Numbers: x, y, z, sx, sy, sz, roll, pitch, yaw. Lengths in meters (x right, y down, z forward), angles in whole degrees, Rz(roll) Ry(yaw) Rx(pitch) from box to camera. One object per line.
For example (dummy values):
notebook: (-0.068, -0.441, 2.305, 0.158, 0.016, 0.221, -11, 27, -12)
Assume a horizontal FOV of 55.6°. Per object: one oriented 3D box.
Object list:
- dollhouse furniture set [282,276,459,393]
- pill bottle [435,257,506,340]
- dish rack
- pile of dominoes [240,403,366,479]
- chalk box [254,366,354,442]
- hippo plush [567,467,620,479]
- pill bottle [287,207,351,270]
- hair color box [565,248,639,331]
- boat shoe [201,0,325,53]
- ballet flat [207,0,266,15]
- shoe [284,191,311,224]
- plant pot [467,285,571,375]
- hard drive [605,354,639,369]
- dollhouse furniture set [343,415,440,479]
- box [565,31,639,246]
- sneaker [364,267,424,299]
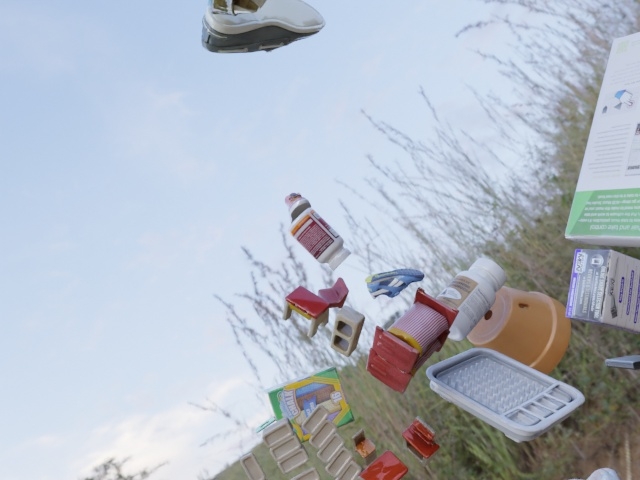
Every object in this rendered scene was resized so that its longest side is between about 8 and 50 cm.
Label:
dollhouse furniture set: (0.115, 0.180, 1.494, 0.201, 0.374, 0.152, -37, -33, -43)
pill bottle: (0.418, 0.161, 1.717, 0.229, 0.131, 0.131, -44, -26, -20)
dish rack: (0.466, 0.396, 1.563, 0.285, 0.333, 0.072, -12, -65, -39)
pile of dominoes: (-0.019, 0.463, 1.182, 0.196, 0.251, 0.040, -30, 2, -2)
chalk box: (-0.053, 0.386, 1.395, 0.213, 0.132, 0.132, -17, -7, -14)
hippo plush: (0.620, 0.659, 1.355, 0.236, 0.294, 0.234, 22, -76, -40)
pill bottle: (0.000, 0.000, 1.482, 0.086, 0.152, 0.086, -44, -5, -5)
hair color box: (0.805, 0.144, 1.616, 0.339, 0.110, 0.185, 15, -97, -35)
boat shoe: (-0.129, -0.482, 1.374, 0.319, 0.116, 0.099, -20, -20, -38)
ballet flat: (-0.141, -0.469, 1.087, 0.123, 0.123, 0.348, -29, 6, -7)
shoe: (-0.074, -0.111, 1.817, 0.063, 0.081, 0.178, -15, -14, -11)
plant pot: (0.593, 0.271, 1.890, 0.203, 0.291, 0.291, 27, -60, -21)
hard drive: (0.837, 0.323, 1.612, 0.094, 0.022, 0.135, -8, -8, -5)
dollhouse furniture set: (0.199, 0.612, 1.659, 0.259, 0.262, 0.135, -34, -40, -24)
box: (0.473, -0.146, 0.824, 0.058, 0.232, 0.322, 19, -95, -23)
sneaker: (0.181, 0.105, 1.470, 0.144, 0.059, 0.053, -10, 12, 3)
